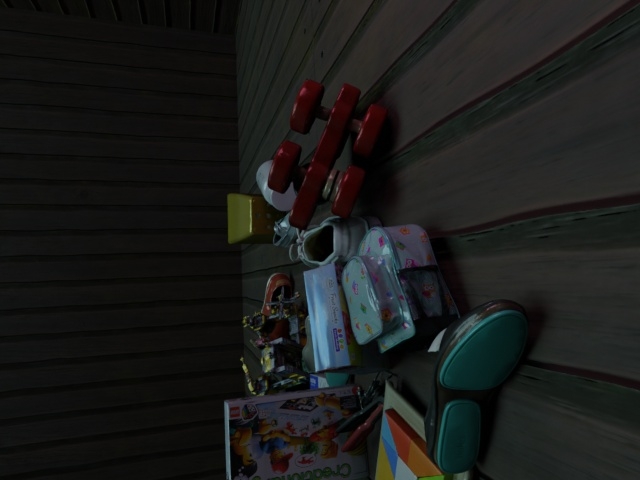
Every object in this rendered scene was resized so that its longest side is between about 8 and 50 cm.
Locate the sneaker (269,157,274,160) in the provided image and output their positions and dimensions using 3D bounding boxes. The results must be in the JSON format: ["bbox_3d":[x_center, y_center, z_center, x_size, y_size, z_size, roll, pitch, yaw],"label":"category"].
[{"bbox_3d":[-0.180,-0.242,1.713,0.232,0.081,0.091,-111,19,-51],"label":"sneaker"}]

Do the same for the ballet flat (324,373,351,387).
[{"bbox_3d":[0.048,0.257,1.049,0.067,0.072,0.207,-32,-53,-78],"label":"ballet flat"}]

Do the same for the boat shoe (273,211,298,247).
[{"bbox_3d":[-0.125,-0.037,1.541,0.228,0.081,0.079,118,147,-58],"label":"boat shoe"}]

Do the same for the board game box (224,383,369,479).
[{"bbox_3d":[-0.049,0.430,0.939,0.053,0.304,0.193,147,120,-67],"label":"board game box"}]

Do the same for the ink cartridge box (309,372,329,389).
[{"bbox_3d":[0.020,0.411,1.151,0.207,0.046,0.097,141,127,-70],"label":"ink cartridge box"}]

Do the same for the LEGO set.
[{"bbox_3d":[-0.159,0.322,1.350,0.254,0.192,0.332,-17,57,29],"label":"LEGO set"}]

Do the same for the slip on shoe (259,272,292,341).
[{"bbox_3d":[-0.163,0.290,1.640,0.101,0.122,0.332,-148,63,-65],"label":"slip on shoe"}]

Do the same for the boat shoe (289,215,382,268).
[{"bbox_3d":[0.001,0.009,1.005,0.367,0.156,0.136,180,90,-73],"label":"boat shoe"}]

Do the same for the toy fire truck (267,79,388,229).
[{"bbox_3d":[0.011,-0.162,0.898,0.254,0.169,0.303,98,-167,-85],"label":"toy fire truck"}]

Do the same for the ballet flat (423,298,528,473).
[{"bbox_3d":[0.178,0.173,0.556,0.096,0.095,0.281,-97,14,-62],"label":"ballet flat"}]

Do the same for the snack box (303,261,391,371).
[{"bbox_3d":[0.054,0.151,0.795,0.207,0.070,0.175,32,-135,-59],"label":"snack box"}]

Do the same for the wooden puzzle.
[{"bbox_3d":[0.150,0.387,0.710,0.238,0.044,0.221,-143,54,-64],"label":"wooden puzzle"}]

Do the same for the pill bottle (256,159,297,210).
[{"bbox_3d":[-0.144,-0.190,1.510,0.229,0.131,0.131,-123,36,-60],"label":"pill bottle"}]

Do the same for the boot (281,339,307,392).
[{"bbox_3d":[-0.091,0.520,1.511,0.281,0.096,0.264,97,155,-49],"label":"boot"}]

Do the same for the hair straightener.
[{"bbox_3d":[0.087,0.334,0.879,0.231,0.047,0.089,-66,32,34],"label":"hair straightener"}]

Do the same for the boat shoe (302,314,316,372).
[{"bbox_3d":[-0.005,0.288,1.244,0.065,0.075,0.206,-39,-43,-54],"label":"boat shoe"}]

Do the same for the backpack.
[{"bbox_3d":[0.112,0.070,0.676,0.166,0.144,0.189,112,155,-63],"label":"backpack"}]

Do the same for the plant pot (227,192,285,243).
[{"bbox_3d":[-0.247,-0.095,1.763,0.187,0.212,0.213,-5,86,60],"label":"plant pot"}]
